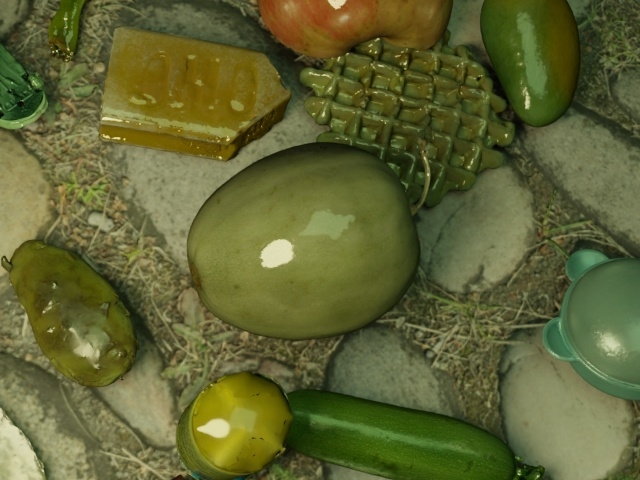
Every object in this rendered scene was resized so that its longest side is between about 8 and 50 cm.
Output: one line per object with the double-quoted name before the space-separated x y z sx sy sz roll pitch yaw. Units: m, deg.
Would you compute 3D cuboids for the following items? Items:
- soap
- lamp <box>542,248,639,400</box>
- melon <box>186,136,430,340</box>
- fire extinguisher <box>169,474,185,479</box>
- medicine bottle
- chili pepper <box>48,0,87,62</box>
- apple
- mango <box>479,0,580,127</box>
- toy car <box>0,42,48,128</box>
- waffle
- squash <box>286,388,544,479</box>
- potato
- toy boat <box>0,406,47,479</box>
"soap" -0.174 -0.202 1.422 0.257 0.080 0.160 8 70 -10
"lamp" 0.468 0.132 1.419 0.284 0.147 0.209 29 64 -3
"melon" -0.016 0.003 1.297 0.308 0.272 0.272 2 70 6
"fire extinguisher" -0.228 0.352 1.233 0.157 0.045 0.078 -27 95 -22
"medicine bottle" -0.105 0.225 1.201 0.124 0.239 0.124 4 73 -14
"chili pepper" -0.343 -0.350 1.455 0.052 0.050 0.201 12 65 31
"apple" 0.059 -0.406 1.473 0.293 0.163 0.251 -8 57 -14
"mango" 0.331 -0.296 1.555 0.156 0.114 0.251 -3 71 -34
"toy car" -0.447 -0.216 1.374 0.093 0.058 0.186 -39 71 -22
"waffle" 0.136 -0.194 1.506 0.309 0.056 0.292 -25 78 -21
"squash" 0.116 0.267 1.316 0.379 0.101 0.101 17 68 -8
"potato" -0.317 0.088 1.280 0.117 0.090 0.225 -36 75 -16
"toy boat" -0.481 0.270 1.180 0.293 0.111 0.276 -11 73 -30
